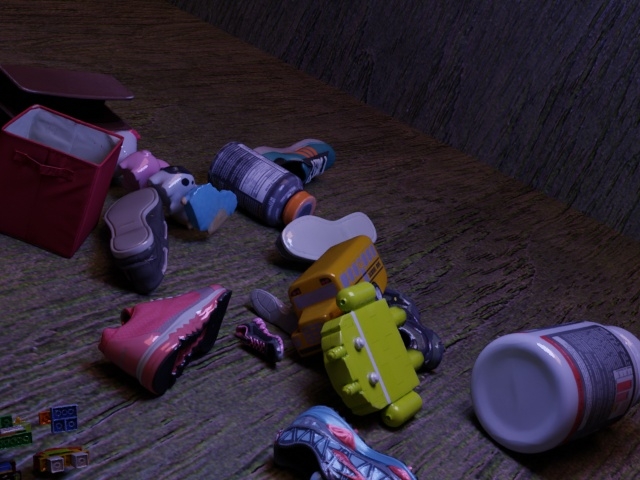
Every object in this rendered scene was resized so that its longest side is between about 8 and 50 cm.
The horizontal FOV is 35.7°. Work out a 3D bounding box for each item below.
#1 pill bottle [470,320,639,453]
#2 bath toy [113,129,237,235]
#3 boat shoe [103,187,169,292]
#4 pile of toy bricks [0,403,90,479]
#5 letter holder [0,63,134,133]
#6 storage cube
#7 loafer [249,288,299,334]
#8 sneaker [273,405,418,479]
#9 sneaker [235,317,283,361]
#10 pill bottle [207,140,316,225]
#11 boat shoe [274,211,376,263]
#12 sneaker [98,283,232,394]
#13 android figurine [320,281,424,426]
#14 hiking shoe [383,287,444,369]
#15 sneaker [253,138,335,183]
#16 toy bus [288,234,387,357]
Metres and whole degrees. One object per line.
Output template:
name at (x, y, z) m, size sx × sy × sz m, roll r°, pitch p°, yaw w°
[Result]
pill bottle at (0.456, 0.258, 1.835) m, size 0.362 × 0.210 × 0.210 m, roll -3°, pitch 32°, yaw -47°
bath toy at (-0.342, -0.134, 2.095) m, size 0.348 × 0.151 × 0.129 m, roll 30°, pitch 53°, yaw 27°
boat shoe at (-0.344, -0.004, 1.878) m, size 0.112 × 0.096 × 0.335 m, roll -17°, pitch 23°, yaw -2°
pile of toy bricks at (-0.399, 0.241, 1.218) m, size 0.212 × 0.118 × 0.105 m, roll -3°, pitch -1°, yaw -32°
letter holder at (-0.551, -0.265, 2.191) m, size 0.214 × 0.152 × 0.301 m, roll 39°, pitch 27°, yaw 32°
storage cube at (-0.491, -0.111, 1.819) m, size 0.183 × 0.193 × 0.215 m, roll 20°, pitch 22°, yaw -5°
loafer at (-0.078, 0.135, 1.851) m, size 0.125 × 0.045 × 0.039 m, roll 36°, pitch 8°, yaw 16°
sneaker at (0.036, 0.348, 1.405) m, size 0.125 × 0.104 × 0.261 m, roll -24°, pitch 44°, yaw -39°
sneaker at (-0.108, 0.176, 1.720) m, size 0.057 × 0.047 × 0.119 m, roll -2°, pitch 24°, yaw -34°
pill bottle at (-0.129, -0.118, 2.276) m, size 0.245 × 0.130 × 0.130 m, roll 32°, pitch 23°, yaw 23°
boat shoe at (0.002, 0.004, 2.167) m, size 0.305 × 0.091 × 0.109 m, roll -10°, pitch 75°, yaw -51°
sneaker at (-0.245, 0.126, 1.600) m, size 0.136 × 0.116 × 0.314 m, roll 24°, pitch 21°, yaw 9°
android figurine at (0.090, 0.194, 1.689) m, size 0.273 × 0.056 × 0.248 m, roll -12°, pitch 80°, yaw -60°
hiking shoe at (0.139, 0.162, 1.928) m, size 0.114 × 0.086 × 0.227 m, roll 7°, pitch 26°, yaw -42°
sneaker at (-0.054, -0.184, 2.554) m, size 0.302 × 0.108 × 0.121 m, roll -14°, pitch 41°, yaw -44°
toy bus at (0.032, 0.100, 1.862) m, size 0.130 × 0.108 × 0.332 m, roll 66°, pitch 22°, yaw -8°
